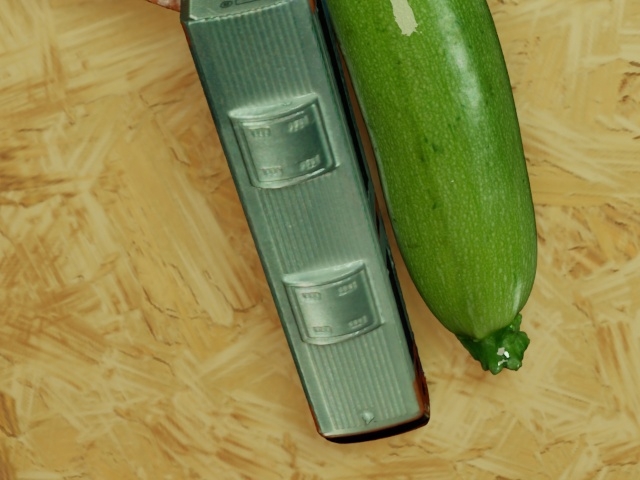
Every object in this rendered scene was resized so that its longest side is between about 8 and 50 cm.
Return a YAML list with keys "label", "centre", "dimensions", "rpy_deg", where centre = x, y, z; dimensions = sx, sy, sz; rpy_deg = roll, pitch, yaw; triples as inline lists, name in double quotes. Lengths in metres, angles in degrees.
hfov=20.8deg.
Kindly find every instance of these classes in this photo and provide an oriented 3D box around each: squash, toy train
- label: "squash"
  centre: [0.077, -0.091, 1.173]
  dimensions: [0.107, 0.107, 0.395]
  rpy_deg: [-14, 110, 11]
- label: "toy train"
  centre: [0.000, 0.000, 1.179]
  dimensions: [0.086, 0.089, 0.409]
  rpy_deg: [-11, 125, 7]

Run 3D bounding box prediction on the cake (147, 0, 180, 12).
- label: "cake"
  centre: [-0.090, -0.216, 1.149]
  dimensions: [0.220, 0.086, 0.117]
  rpy_deg: [17, 115, 0]
